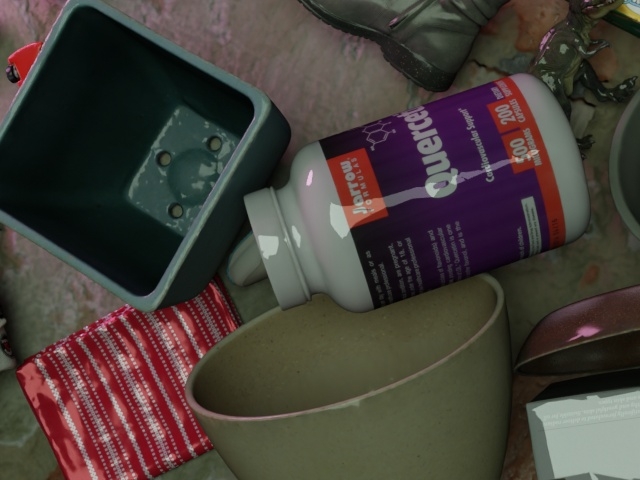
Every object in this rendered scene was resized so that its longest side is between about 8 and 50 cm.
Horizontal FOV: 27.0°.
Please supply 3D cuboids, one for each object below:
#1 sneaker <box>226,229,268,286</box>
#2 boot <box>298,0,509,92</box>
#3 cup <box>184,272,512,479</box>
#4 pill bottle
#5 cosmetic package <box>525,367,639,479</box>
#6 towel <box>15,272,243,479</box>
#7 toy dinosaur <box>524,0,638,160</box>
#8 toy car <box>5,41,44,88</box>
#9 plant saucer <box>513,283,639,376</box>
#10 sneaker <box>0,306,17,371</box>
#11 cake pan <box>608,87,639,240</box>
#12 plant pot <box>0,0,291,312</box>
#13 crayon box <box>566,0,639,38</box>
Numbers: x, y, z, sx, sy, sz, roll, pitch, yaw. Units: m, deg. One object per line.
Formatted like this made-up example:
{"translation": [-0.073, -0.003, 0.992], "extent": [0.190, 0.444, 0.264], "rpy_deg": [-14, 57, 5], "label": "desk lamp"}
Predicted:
{"translation": [0.000, 0.000, 1.473], "extent": [0.229, 0.087, 0.092], "rpy_deg": [-29, 81, 13], "label": "sneaker"}
{"translation": [0.085, -0.289, 1.449], "extent": [0.247, 0.083, 0.161], "rpy_deg": [35, 119, 7], "label": "boot"}
{"translation": [0.056, 0.200, 1.351], "extent": [0.331, 0.331, 0.236], "rpy_deg": [-15, 106, 13], "label": "cup"}
{"translation": [0.094, -0.039, 1.339], "extent": [0.323, 0.181, 0.181], "rpy_deg": [-19, 81, -1], "label": "pill bottle"}
{"translation": [0.280, 0.187, 1.306], "extent": [0.127, 0.238, 0.107], "rpy_deg": [-10, 84, 13], "label": "cosmetic package"}
{"translation": [-0.204, 0.171, 1.542], "extent": [0.275, 0.031, 0.198], "rpy_deg": [-28, 80, 11], "label": "towel"}
{"translation": [0.259, -0.158, 1.420], "extent": [0.118, 0.064, 0.268], "rpy_deg": [32, 120, -8], "label": "toy dinosaur"}
{"translation": [-0.350, -0.281, 1.602], "extent": [0.239, 0.053, 0.225], "rpy_deg": [33, 94, 14], "label": "toy car"}
{"translation": [0.333, 0.077, 1.266], "extent": [0.311, 0.310, 0.050], "rpy_deg": [-13, 77, 13], "label": "plant saucer"}
{"translation": [-0.419, 0.093, 1.571], "extent": [0.146, 0.122, 0.330], "rpy_deg": [13, 91, 2], "label": "sneaker"}
{"translation": [0.435, -0.086, 1.321], "extent": [0.293, 0.054, 0.293], "rpy_deg": [-17, 53, 24], "label": "cake pan"}
{"translation": [-0.175, -0.080, 1.438], "extent": [0.248, 0.252, 0.247], "rpy_deg": [31, 93, 15], "label": "plant pot"}
{"translation": [0.298, -0.337, 1.422], "extent": [0.278, 0.081, 0.165], "rpy_deg": [31, 94, 15], "label": "crayon box"}
